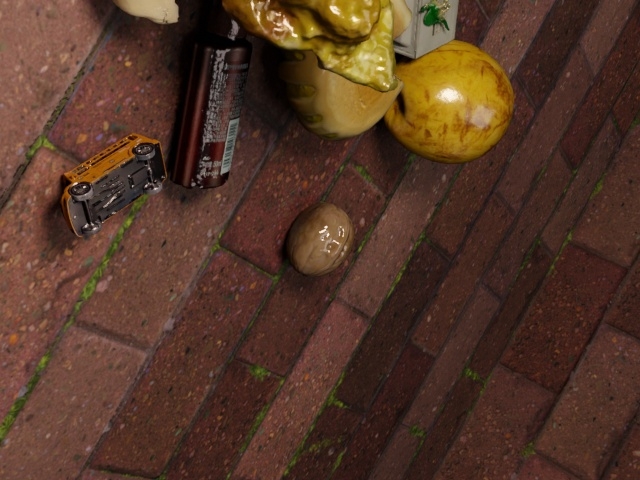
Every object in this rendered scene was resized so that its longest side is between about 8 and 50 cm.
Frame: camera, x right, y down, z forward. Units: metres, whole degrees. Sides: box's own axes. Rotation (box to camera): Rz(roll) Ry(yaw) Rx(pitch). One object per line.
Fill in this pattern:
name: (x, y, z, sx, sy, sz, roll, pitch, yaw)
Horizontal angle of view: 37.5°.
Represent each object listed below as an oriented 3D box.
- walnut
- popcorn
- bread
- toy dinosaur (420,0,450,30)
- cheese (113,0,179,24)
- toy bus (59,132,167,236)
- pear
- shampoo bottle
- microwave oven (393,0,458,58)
walnut: (-0.001, 0.000, 1.996, 0.140, 0.140, 0.162, 40, 71, -57)
popcorn: (0.021, -0.399, 1.331, 0.325, 0.290, 0.321, -22, 151, 17)
bread: (0.033, -0.349, 1.752, 0.333, 0.160, 0.333, -32, 136, -38)
toy dinosaur: (0.228, -0.443, 1.859, 0.060, 0.029, 0.119, -44, 152, 1)
cheese: (-0.213, -0.450, 1.360, 0.266, 0.127, 0.233, -32, 137, -37)
toy bus: (-0.338, -0.091, 1.493, 0.194, 0.088, 0.083, -39, 141, -35)
pear: (0.267, -0.295, 2.021, 0.280, 0.280, 0.281, -34, 139, -37)
shampoo bottle: (-0.180, -0.252, 1.599, 0.129, 0.084, 0.323, -19, 128, -52)
microwave oven: (0.192, -0.497, 1.899, 0.162, 0.122, 0.208, -31, 137, -38)
